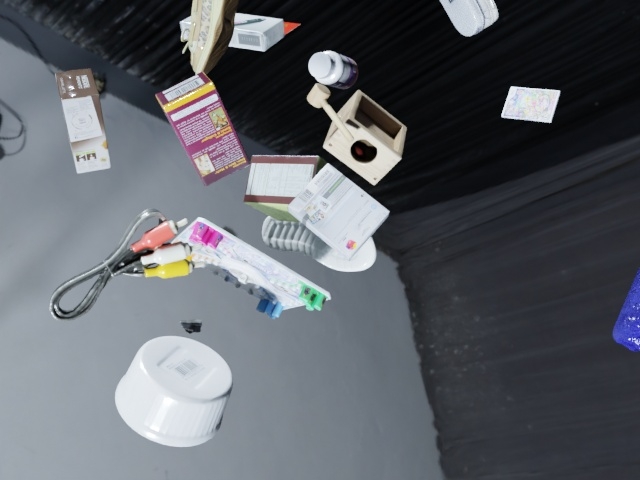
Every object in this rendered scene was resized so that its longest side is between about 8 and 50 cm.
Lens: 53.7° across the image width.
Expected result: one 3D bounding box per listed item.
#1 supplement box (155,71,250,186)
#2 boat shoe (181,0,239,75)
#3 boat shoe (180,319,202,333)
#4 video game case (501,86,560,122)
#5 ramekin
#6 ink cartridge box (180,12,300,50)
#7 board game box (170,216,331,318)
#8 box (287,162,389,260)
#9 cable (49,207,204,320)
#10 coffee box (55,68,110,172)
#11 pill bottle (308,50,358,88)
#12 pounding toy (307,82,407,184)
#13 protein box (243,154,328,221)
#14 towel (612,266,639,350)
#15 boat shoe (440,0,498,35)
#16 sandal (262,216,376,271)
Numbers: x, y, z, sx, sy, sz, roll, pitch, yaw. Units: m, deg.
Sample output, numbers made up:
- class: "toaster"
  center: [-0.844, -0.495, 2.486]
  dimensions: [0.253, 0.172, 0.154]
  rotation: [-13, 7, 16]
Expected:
- class: "supplement box"
  center: [-0.225, -0.213, 1.225]
  dimensions: [0.081, 0.104, 0.188]
  rotation: [52, -12, 51]
- class: "boat shoe"
  center: [-0.246, -0.484, 1.392]
  dimensions: [0.089, 0.285, 0.104]
  rotation: [33, 49, 0]
- class: "boat shoe"
  center: [-0.370, 0.247, 1.805]
  dimensions: [0.046, 0.125, 0.038]
  rotation: [8, 77, -33]
- class: "video game case"
  center: [0.523, -0.339, 1.573]
  dimensions: [0.011, 0.122, 0.087]
  rotation: [42, 66, -57]
- class: "ramekin"
  center: [-0.353, 0.363, 1.573]
  dimensions: [0.277, 0.135, 0.277]
  rotation: [23, 22, -10]
- class: "ink cartridge box"
  center: [-0.229, -0.637, 1.854]
  dimensions: [0.239, 0.275, 0.060]
  rotation: [-54, 151, -45]
- class: "board game box"
  center: [-0.212, 0.094, 1.709]
  dimensions: [0.390, 0.390, 0.050]
  rotation: [32, 69, -15]
- class: "box"
  center: [0.041, -0.067, 1.447]
  dimensions: [0.186, 0.038, 0.145]
  rotation: [39, 77, 12]
- class: "cable"
  center: [-0.357, 0.042, 1.140]
  dimensions: [0.287, 0.072, 0.139]
  rotation: [-27, 115, -22]
- class: "coffee box"
  center: [-0.659, -0.331, 1.760]
  dimensions: [0.098, 0.246, 0.141]
  rotation: [-13, 49, -20]
- class: "pill bottle"
  center: [0.040, -0.561, 2.074]
  dimensions: [0.193, 0.108, 0.108]
  rotation: [-11, 79, -63]
- class: "pounding toy"
  center: [0.049, -0.202, 1.192]
  dimensions: [0.206, 0.094, 0.181]
  rotation: [35, 37, -14]
- class: "protein box"
  center: [-0.063, -0.136, 1.712]
  dimensions: [0.200, 0.201, 0.135]
  rotation: [29, 69, -62]
- class: "towel"
  center: [0.509, 0.019, 0.869]
  dimensions: [0.228, 0.076, 0.308]
  rotation: [21, 94, -55]
- class: "boat shoe"
  center: [0.284, -0.561, 1.315]
  dimensions: [0.088, 0.096, 0.267]
  rotation: [-30, 89, -19]
- class: "sandal"
  center: [0.003, -0.015, 2.020]
  dimensions: [0.102, 0.417, 0.169]
  rotation: [-4, 107, -61]
